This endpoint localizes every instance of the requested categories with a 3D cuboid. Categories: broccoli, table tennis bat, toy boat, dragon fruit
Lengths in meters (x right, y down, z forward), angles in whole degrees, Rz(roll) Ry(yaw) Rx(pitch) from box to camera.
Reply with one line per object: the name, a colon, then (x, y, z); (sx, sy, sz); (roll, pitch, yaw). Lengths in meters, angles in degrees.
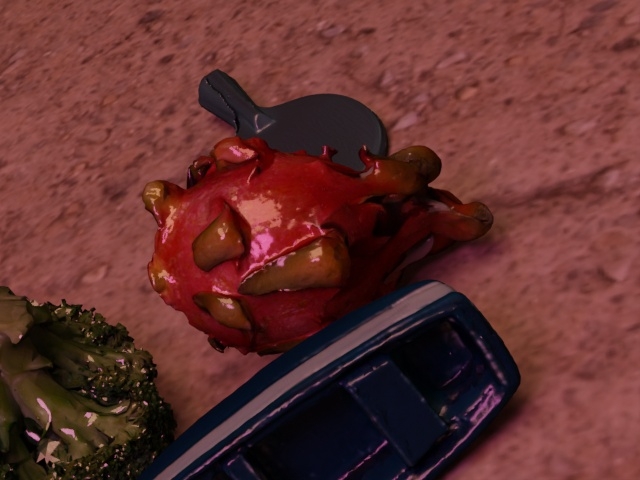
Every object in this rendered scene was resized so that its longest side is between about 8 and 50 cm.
broccoli: (-0.174, 0.107, 0.897); (0.195, 0.156, 0.195); (-5, 16, 1)
table tennis bat: (-0.033, -0.072, 1.076); (0.124, 0.033, 0.201); (-38, 41, -9)
toy boat: (-0.032, 0.130, 0.818); (0.299, 0.096, 0.062); (-36, 28, 0)
dragon fruit: (0.000, 0.000, 0.902); (0.208, 0.150, 0.133); (-9, 83, -7)
